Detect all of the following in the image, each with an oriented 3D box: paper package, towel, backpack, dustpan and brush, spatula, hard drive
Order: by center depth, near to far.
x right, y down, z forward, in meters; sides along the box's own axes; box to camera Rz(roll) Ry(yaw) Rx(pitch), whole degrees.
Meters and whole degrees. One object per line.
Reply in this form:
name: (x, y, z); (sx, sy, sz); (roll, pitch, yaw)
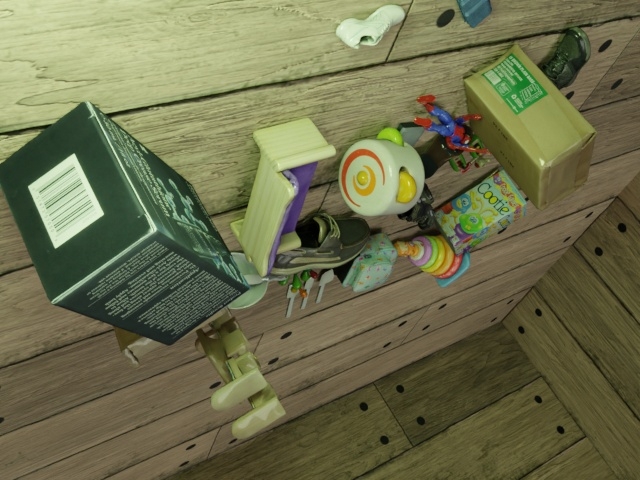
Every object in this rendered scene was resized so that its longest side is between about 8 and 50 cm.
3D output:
towel: (0.330, -0.510, 1.572); (0.067, 0.029, 0.119); (-38, 155, 10)
paper package: (0.539, -0.285, 1.890); (0.168, 0.325, 0.309); (-34, 157, 2)
hard drive: (0.211, -0.253, 1.913); (0.094, 0.022, 0.135); (-12, 148, -40)
dustpan and brush: (-0.170, 0.103, 1.966); (0.060, 0.147, 0.211); (-11, 174, 33)
backpack: (0.152, 0.065, 2.296); (0.188, 0.144, 0.166); (-21, 148, -32)
spatula: (-0.040, 0.178, 2.416); (0.168, 0.019, 0.242); (-24, 154, -22)

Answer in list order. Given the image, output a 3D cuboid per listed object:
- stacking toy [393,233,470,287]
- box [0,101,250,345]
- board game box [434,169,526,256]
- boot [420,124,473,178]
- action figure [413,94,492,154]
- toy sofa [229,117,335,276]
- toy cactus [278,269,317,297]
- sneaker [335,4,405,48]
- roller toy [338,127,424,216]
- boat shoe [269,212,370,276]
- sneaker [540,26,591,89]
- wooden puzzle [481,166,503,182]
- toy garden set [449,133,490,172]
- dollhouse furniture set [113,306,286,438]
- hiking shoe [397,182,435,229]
stacking toy: (0.362, 0.041, 2.539); (0.301, 0.175, 0.166); (12, 134, -40)
box: (-0.345, -0.011, 1.345); (0.212, 0.294, 0.395); (-35, 156, 4)
board game box: (0.534, -0.088, 2.454); (0.275, 0.142, 0.144); (-32, 159, 4)
boot: (0.327, -0.243, 2.050); (0.219, 0.082, 0.106); (-39, -175, -15)
action figure: (0.357, -0.290, 1.878); (0.280, 0.139, 0.092); (15, 85, -60)
toy sofa: (-0.082, -0.087, 1.674); (0.150, 0.177, 0.363); (-19, 151, -29)
toy cactus: (-0.054, 0.067, 2.112); (0.180, 0.112, 0.219); (-47, 145, 5)
sneaker: (0.107, -0.414, 1.438); (0.152, 0.061, 0.054); (-27, 153, -18)
roller toy: (0.146, -0.153, 1.806); (0.146, 0.209, 0.191); (-7, 154, -44)
boat shoe: (0.000, 0.000, 1.996); (0.355, 0.132, 0.130); (-19, 153, -32)
sneaker: (0.642, -0.468, 1.967); (0.130, 0.087, 0.227); (-34, 162, -14)
wooden puzzle: (0.573, -0.212, 2.457); (0.116, 0.014, 0.078); (-37, 160, 9)
toy garden set: (0.511, -0.277, 2.209); (0.244, 0.049, 0.204); (-37, 156, 8)
dollhouse furniture set: (-0.324, 0.290, 1.892); (0.256, 0.362, 0.394); (-30, 130, -7)
hiking shoe: (0.288, -0.096, 2.258); (0.114, 0.086, 0.227); (-19, 150, 0)
